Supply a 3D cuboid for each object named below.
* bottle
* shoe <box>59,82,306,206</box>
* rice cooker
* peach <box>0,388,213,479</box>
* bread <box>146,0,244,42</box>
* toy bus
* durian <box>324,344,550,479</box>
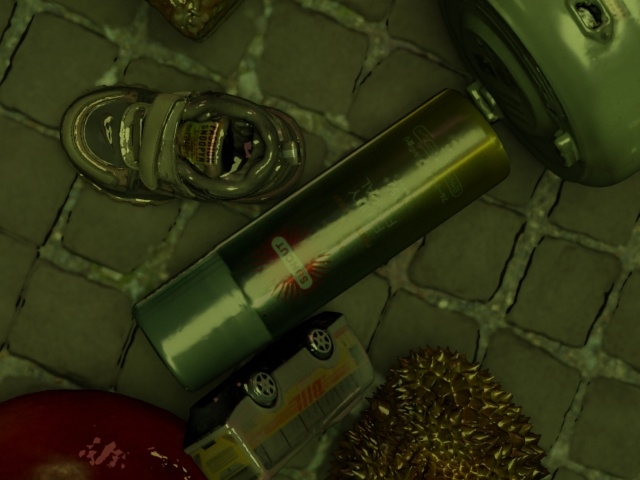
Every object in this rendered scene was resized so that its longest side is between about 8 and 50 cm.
[{"bbox_3d":[0.000,0.000,1.116,0.286,0.082,0.082,-35,96,-5],"label":"bottle"},{"bbox_3d":[-0.096,-0.064,1.095,0.180,0.092,0.089,6,92,-8],"label":"shoe"},{"bbox_3d":[0.214,-0.175,1.074,0.244,0.226,0.226,-32,96,-2],"label":"rice cooker"},{"bbox_3d":[-0.155,0.179,1.072,0.267,0.159,0.154,29,82,-6],"label":"peach"},{"bbox_3d":[-0.111,-0.277,1.081,0.234,0.110,0.184,42,89,-5],"label":"bread"},{"bbox_3d":[-0.026,0.112,1.077,0.057,0.172,0.072,-34,91,37],"label":"toy bus"},{"bbox_3d":[0.082,0.167,1.113,0.158,0.137,0.168,-38,111,14],"label":"durian"}]
